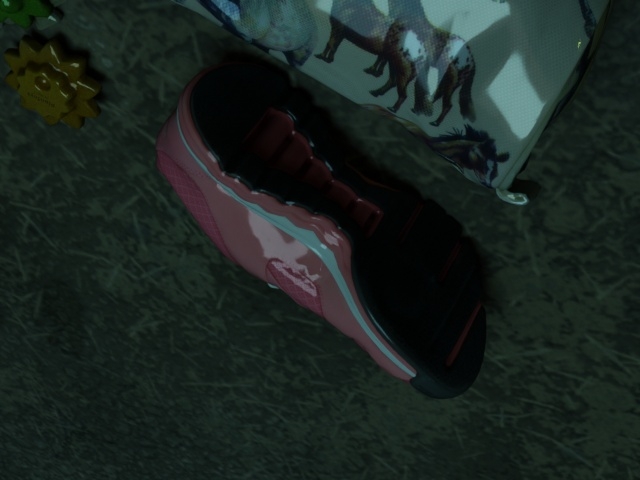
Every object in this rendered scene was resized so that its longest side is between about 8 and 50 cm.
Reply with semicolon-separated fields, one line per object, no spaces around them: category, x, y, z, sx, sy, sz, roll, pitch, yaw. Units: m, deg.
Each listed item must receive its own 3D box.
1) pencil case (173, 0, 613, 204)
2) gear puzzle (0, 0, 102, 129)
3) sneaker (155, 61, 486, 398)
pencil case;-0.017;-0.177;0.801;0.410;0.160;0.183;28;124;-1
gear puzzle;-0.287;-0.206;1.018;0.175;0.044;0.339;-11;127;38
sneaker;0.000;-0.001;1.048;0.314;0.116;0.136;46;148;-11
